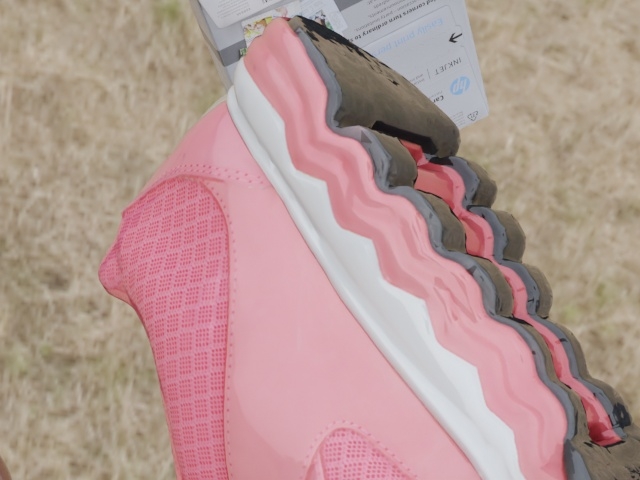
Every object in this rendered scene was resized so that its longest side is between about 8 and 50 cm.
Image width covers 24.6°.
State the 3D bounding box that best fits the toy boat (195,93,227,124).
[{"bbox_3d":[0.000,0.000,1.005,0.151,0.151,0.231,-17,71,8],"label":"toy boat"}]

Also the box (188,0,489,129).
[{"bbox_3d":[0.013,-0.114,0.844,0.145,0.186,0.038,-27,47,-4],"label":"box"}]

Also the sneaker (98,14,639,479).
[{"bbox_3d":[0.032,0.085,0.456,0.116,0.136,0.314,13,43,-58],"label":"sneaker"}]

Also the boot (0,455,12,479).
[{"bbox_3d":[-0.340,0.129,0.959,0.264,0.096,0.280,-18,80,-31],"label":"boot"}]
